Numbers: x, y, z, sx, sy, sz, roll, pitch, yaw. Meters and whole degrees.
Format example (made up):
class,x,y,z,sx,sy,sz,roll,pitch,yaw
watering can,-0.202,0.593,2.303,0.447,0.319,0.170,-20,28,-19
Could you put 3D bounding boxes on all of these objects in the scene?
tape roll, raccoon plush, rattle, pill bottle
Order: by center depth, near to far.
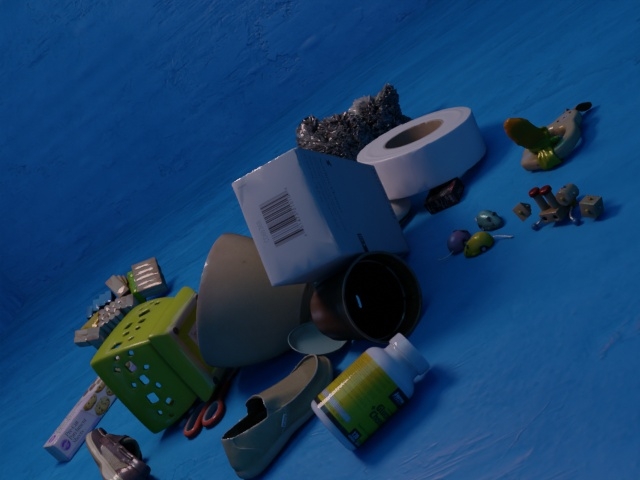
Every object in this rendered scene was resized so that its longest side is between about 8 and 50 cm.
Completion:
class,x,y,z,sx,sy,sz,roll,pitch,yaw
pill bottle,0.082,0.235,1.327,0.184,0.103,0.103,-42,19,-5
rattle,0.445,-0.243,1.655,0.200,0.143,0.130,-54,4,-19
tape roll,0.229,-0.202,1.920,0.286,0.100,0.286,-24,17,8
raccoon plush,0.120,-0.216,2.229,0.299,0.216,0.446,-24,46,14

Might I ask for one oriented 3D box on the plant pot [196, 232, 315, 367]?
class,x,y,z,sx,sy,sz,roll,pitch,yaw
plant pot,-0.117,0.132,1.750,0.191,0.284,0.284,5,35,13

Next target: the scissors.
class,x,y,z,sx,sy,sz,roll,pitch,yaw
scissors,-0.216,0.311,1.845,0.109,0.021,0.297,-29,23,34

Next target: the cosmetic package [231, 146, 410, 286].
class,x,y,z,sx,sy,sz,roll,pitch,yaw
cosmetic package,0.014,-0.040,1.628,0.156,0.217,0.385,-27,-9,23

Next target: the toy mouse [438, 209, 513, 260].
class,x,y,z,sx,sy,sz,roll,pitch,yaw
toy mouse,0.291,-0.019,1.602,0.161,0.031,0.143,-30,22,28

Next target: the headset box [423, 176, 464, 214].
class,x,y,z,sx,sy,sz,roll,pitch,yaw
headset box,0.271,-0.098,1.814,0.083,0.032,0.062,-24,25,37

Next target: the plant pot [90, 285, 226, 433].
class,x,y,z,sx,sy,sz,roll,pitch,yaw
plant pot,-0.326,0.252,1.858,0.207,0.228,0.227,-28,18,29

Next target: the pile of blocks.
class,x,y,z,sx,sy,sz,roll,pitch,yaw
pile of blocks,-0.641,0.211,2.706,0.362,0.112,0.149,-42,61,-12

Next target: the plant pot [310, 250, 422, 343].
class,x,y,z,sx,sy,sz,roll,pitch,yaw
plant pot,0.073,0.114,1.546,0.167,0.167,0.165,-51,14,-27

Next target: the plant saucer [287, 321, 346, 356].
class,x,y,z,sx,sy,sz,roll,pitch,yaw
plant saucer,-0.003,0.196,1.632,0.119,0.021,0.119,-3,27,2

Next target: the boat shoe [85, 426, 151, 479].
class,x,y,z,sx,sy,sz,roll,pitch,yaw
boat shoe,-0.429,0.465,1.800,0.092,0.103,0.285,-40,22,-15

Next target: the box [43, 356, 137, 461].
class,x,y,z,sx,sy,sz,roll,pitch,yaw
box,-0.605,0.439,2.234,0.063,0.067,0.324,-21,26,44

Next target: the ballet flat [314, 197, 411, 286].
class,x,y,z,sx,sy,sz,roll,pitch,yaw
ballet flat,0.021,0.002,1.916,0.400,0.139,0.139,-37,19,9

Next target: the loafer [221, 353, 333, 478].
class,x,y,z,sx,sy,sz,roll,pitch,yaw
loafer,-0.076,0.298,1.502,0.268,0.092,0.102,-51,22,-28

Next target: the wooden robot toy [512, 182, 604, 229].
class,x,y,z,sx,sy,sz,roll,pitch,yaw
wooden robot toy,0.414,-0.073,1.441,0.079,0.076,0.173,-39,16,-30
